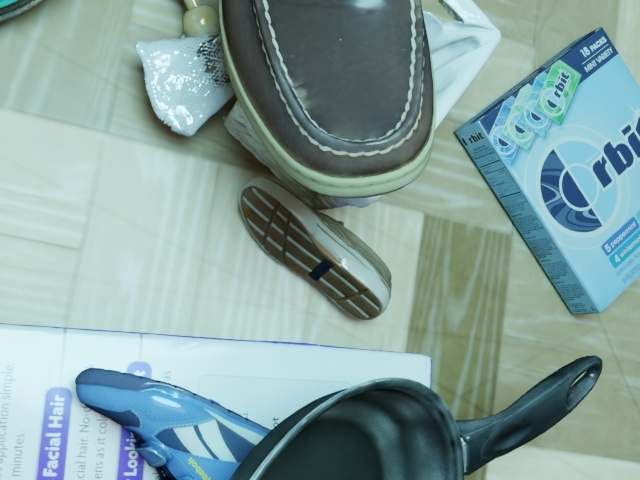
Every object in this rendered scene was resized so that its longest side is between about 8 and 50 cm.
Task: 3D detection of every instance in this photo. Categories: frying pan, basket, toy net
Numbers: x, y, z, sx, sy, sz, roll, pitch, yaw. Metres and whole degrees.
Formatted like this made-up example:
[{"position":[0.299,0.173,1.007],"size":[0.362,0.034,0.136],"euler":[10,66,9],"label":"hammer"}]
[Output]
[{"position":[0.045,0.119,0.447],"size":[0.326,0.053,0.197],"euler":[-47,131,-27],"label":"frying pan"},{"position":[0.025,-0.113,0.579],"size":[0.113,0.103,0.167],"euler":[42,72,-11],"label":"basket"},{"position":[-0.063,-0.178,0.588],"size":[0.122,0.045,0.232],"euler":[16,79,-20],"label":"toy net"}]

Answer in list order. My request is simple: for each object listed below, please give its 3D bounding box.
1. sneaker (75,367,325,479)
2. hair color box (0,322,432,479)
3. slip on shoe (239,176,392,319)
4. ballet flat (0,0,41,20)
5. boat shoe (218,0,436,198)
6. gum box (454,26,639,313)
[{"position":[-0.068,0.113,0.430],"size":[0.144,0.053,0.059],"euler":[31,75,-13],"label":"sneaker"},{"position":[-0.107,0.149,0.494],"size":[0.338,0.110,0.185],"euler":[7,81,-22],"label":"hair color box"},{"position":[0.000,0.000,0.587],"size":[0.135,0.051,0.041],"euler":[40,46,-9],"label":"slip on shoe"},{"position":[-0.151,-0.281,0.520],"size":[0.107,0.106,0.316],"euler":[32,102,-21],"label":"ballet flat"},{"position":[-0.005,-0.192,0.470],"size":[0.123,0.123,0.342],"euler":[-6,67,-2],"label":"boat shoe"},{"position":[0.223,-0.058,0.681],"size":[0.157,0.041,0.184],"euler":[-37,98,-21],"label":"gum box"}]
